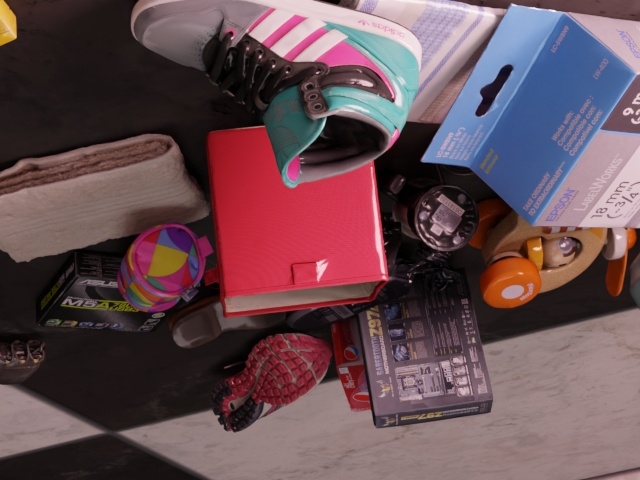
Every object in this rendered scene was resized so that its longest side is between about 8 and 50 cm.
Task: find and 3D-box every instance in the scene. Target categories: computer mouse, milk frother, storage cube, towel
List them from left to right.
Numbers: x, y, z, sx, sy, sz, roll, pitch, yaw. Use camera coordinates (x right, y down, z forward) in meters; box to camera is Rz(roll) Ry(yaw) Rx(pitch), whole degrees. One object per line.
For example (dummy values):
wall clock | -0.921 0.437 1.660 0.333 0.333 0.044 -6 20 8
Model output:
towel | -0.290 -0.050 1.476 0.282 0.049 0.187 -12 156 5
storage cube | -0.034 -0.023 1.399 0.215 0.193 0.183 -5 170 -4
computer mouse | 0.069 0.059 1.798 0.272 0.072 0.188 -20 161 5
towel | 0.117 -0.197 1.314 0.285 0.034 0.209 3 150 -26
milk frother | 0.157 -0.070 1.530 0.143 0.129 0.135 -38 -169 -3

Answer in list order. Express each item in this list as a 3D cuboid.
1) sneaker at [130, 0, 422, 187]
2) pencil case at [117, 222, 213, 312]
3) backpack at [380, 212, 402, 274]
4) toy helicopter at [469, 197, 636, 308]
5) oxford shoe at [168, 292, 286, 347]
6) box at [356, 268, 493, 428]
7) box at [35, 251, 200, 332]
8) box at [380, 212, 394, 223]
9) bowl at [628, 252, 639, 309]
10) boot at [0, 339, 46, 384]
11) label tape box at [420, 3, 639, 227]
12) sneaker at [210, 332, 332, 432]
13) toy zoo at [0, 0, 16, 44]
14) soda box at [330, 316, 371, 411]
sneaker | -0.047 -0.143 1.159 0.296 0.178 0.123 9 145 -7
pencil case | -0.208 0.039 1.558 0.105 0.104 0.236 -1 173 -16
backpack | 0.000 0.000 1.561 0.182 0.115 0.152 9 -179 -16
toy helicopter | 0.375 -0.038 1.625 0.235 0.140 0.355 14 134 -28
oxford shoe | -0.133 0.098 1.826 0.212 0.076 0.076 -14 114 -15
box | 0.156 0.166 1.850 0.184 0.232 0.059 -8 149 -2
box | -0.299 0.080 1.745 0.191 0.045 0.184 7 153 -31
box | 0.068 -0.012 1.699 0.067 0.018 0.083 0 153 -17
bowl | 0.558 0.029 1.690 0.311 0.163 0.311 -44 166 -13
boot | -0.537 0.172 1.837 0.229 0.091 0.263 0 157 -30
label tape box | 0.318 -0.128 1.349 0.334 0.105 0.240 1 138 -27
sneaker | -0.078 0.233 2.080 0.112 0.120 0.299 -21 170 -45
toy zoo | -0.411 -0.226 1.086 0.192 0.030 0.293 -13 155 9
soda box | 0.075 0.220 2.099 0.084 0.092 0.263 -10 154 3
